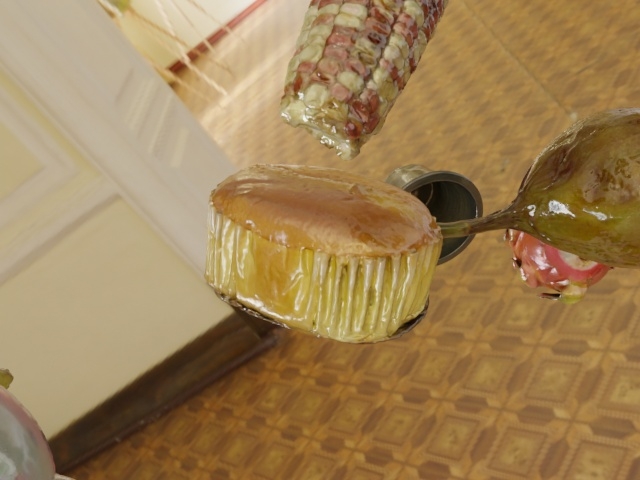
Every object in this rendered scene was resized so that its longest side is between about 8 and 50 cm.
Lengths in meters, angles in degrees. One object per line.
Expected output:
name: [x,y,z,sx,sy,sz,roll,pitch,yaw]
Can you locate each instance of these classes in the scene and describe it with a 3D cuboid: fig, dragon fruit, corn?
fig: [0.275,-0.066,0.894,0.290,0.191,0.191,9,42,10]
dragon fruit: [0.437,-0.004,1.454,0.224,0.224,0.227,-39,-1,2]
corn: [0.038,-0.150,0.440,0.079,0.079,0.237,-6,53,50]

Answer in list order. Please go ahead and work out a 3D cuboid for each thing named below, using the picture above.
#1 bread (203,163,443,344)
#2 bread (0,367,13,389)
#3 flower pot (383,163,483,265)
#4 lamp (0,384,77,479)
bread: [0.000,0.000,0.634,0.190,0.114,0.132,21,31,23]
bread: [-0.559,0.191,1.056,0.184,0.234,0.111,-14,54,21]
flower pot: [0.216,-0.074,1.740,0.235,0.235,0.148,-38,36,5]
lamp: [-0.346,0.237,0.629,0.301,0.247,0.247,-46,2,-10]
